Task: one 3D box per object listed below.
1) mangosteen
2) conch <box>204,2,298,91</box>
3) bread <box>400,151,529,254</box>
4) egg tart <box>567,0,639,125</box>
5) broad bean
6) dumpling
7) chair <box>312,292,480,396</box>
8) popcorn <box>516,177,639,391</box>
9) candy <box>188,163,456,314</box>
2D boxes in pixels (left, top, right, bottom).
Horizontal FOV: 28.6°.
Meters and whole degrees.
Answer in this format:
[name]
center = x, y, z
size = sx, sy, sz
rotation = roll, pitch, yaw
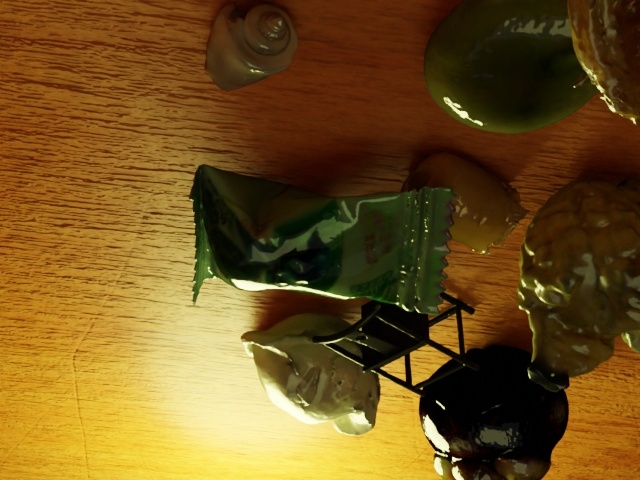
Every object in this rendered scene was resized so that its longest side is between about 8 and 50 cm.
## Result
[mangosteen]
center = 0.307, 0.327, 2.237
size = 0.287, 0.288, 0.233
rotation = -8, 136, 12
[conch]
center = -0.097, -0.258, 1.673
size = 0.104, 0.094, 0.176
rotation = 6, 171, -27
[bread]
center = 0.210, -0.054, 1.903
size = 0.173, 0.085, 0.134
rotation = 22, 138, -24
[egg tart]
center = 0.392, -0.300, 1.443
size = 0.339, 0.153, 0.351
rotation = -48, 125, -8
[broad bean]
center = 0.269, -0.245, 1.627
size = 0.238, 0.119, 0.291
rotation = 26, 137, -30
[dumpling]
center = -0.026, 0.214, 2.237
size = 0.318, 0.187, 0.243
rotation = 44, 166, -32
[chair]
center = 0.129, 0.148, 2.123
size = 0.260, 0.141, 0.154
rotation = 30, 134, -34
[popcorn]
center = 0.433, 0.044, 1.877
size = 0.293, 0.237, 0.293
rotation = 8, 114, 18
[candy]
center = -0.001, 0.005, 1.894
size = 0.397, 0.172, 0.263
rotation = 8, 142, 10
